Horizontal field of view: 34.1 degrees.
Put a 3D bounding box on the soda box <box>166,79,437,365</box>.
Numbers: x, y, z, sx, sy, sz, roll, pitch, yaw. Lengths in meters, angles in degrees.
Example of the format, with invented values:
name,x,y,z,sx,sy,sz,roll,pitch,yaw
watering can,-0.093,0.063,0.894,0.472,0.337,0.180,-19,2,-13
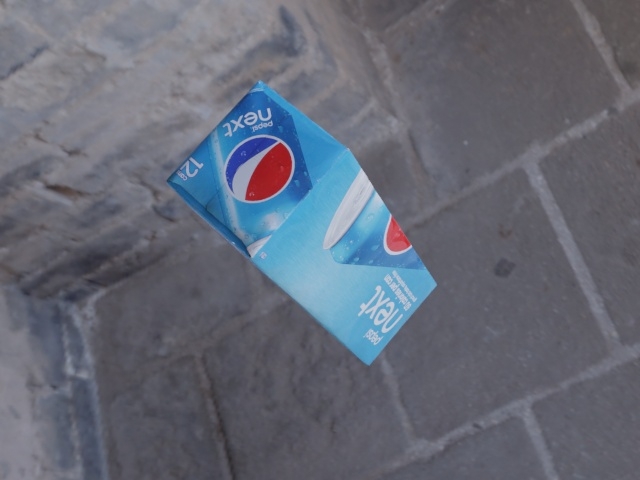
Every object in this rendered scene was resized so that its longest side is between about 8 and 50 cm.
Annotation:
name,x,y,z,sx,sy,sz,roll,pitch,yaw
soda box,0.000,0.000,0.583,0.067,0.210,0.071,40,86,26
